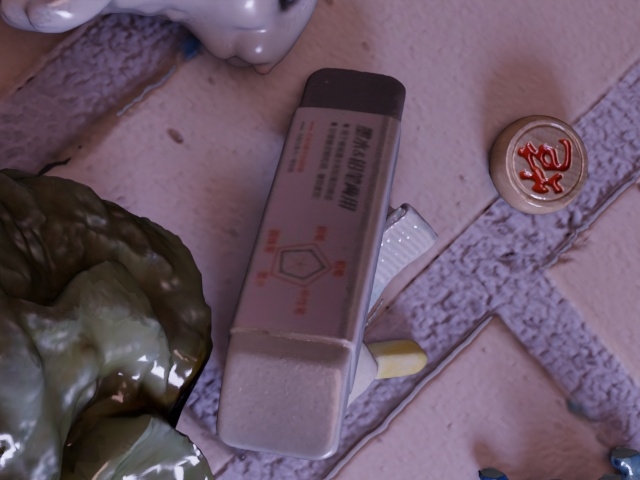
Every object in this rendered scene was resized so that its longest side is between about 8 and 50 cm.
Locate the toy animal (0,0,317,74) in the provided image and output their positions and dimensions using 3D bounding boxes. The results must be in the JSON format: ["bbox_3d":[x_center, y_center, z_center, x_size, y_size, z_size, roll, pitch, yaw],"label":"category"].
[{"bbox_3d":[-0.163,-0.254,0.971,0.357,0.194,0.257,9,62,-30],"label":"toy animal"}]

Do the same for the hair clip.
[{"bbox_3d":[0.015,0.071,1.055,0.159,0.071,0.218,39,82,-33],"label":"hair clip"}]

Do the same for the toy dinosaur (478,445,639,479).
[{"bbox_3d":[0.218,0.240,1.096,0.329,0.076,0.144,-20,100,-12],"label":"toy dinosaur"}]

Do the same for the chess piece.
[{"bbox_3d":[0.182,-0.063,1.112,0.084,0.038,0.083,0,90,-13],"label":"chess piece"}]

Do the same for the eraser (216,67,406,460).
[{"bbox_3d":[0.000,0.000,0.968,0.089,0.061,0.351,7,45,8],"label":"eraser"}]

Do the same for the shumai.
[{"bbox_3d":[-0.231,0.081,0.887,0.348,0.395,0.395,-16,93,-41],"label":"shumai"}]
